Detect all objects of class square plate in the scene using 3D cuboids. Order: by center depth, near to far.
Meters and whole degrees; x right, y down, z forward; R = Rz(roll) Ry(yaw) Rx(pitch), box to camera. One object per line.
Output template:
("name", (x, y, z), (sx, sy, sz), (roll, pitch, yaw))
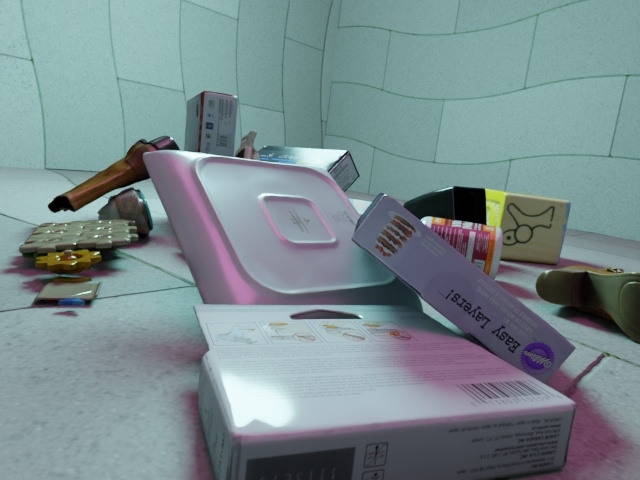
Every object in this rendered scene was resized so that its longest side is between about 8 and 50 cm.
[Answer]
("square plate", (-0.041, -0.017, 0.684), (0.343, 0.049, 0.347), (-1, 46, -40))

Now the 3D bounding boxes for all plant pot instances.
("plant pot", (0.325, -0.040, 1.258), (0.166, 0.188, 0.187), (-2, 2, 43))

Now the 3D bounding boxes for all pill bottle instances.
("pill bottle", (0.271, 0.014, 1.028), (0.221, 0.121, 0.121), (10, 10, 14))

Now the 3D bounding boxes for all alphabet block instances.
("alphabet block", (0.574, -0.045, 1.389), (0.197, 0.193, 0.193), (7, 8, -7))

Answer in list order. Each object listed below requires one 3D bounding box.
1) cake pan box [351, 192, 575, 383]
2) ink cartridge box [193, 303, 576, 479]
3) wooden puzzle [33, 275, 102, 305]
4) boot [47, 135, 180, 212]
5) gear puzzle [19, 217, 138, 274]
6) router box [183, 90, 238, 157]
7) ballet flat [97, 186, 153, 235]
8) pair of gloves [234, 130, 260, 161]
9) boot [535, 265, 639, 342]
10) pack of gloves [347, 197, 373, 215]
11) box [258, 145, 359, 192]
("cake pan box", (0.160, 0.045, 0.598), (0.266, 0.070, 0.246), (39, 11, 2))
("ink cartridge box", (0.030, 0.122, 0.426), (0.274, 0.060, 0.239), (4, 9, -22))
("wooden puzzle", (-0.328, 0.068, 0.622), (0.078, 0.014, 0.116), (0, 11, -12))
("boot", (-0.490, -0.134, 1.105), (0.264, 0.096, 0.280), (7, 40, 47))
("gear puzzle", (-0.403, 0.011, 0.805), (0.175, 0.044, 0.339), (-5, 13, -22))
("router box", (-0.300, -0.200, 1.237), (0.082, 0.336, 0.301), (2, 9, -23))
("ballet flat", (-0.449, -0.060, 1.084), (0.106, 0.108, 0.316), (-18, 13, -19))
("pair of gloves", (-0.196, -0.085, 0.898), (0.042, 0.204, 0.240), (28, -29, -29))
("boot", (0.545, 0.106, 0.810), (0.220, 0.109, 0.283), (4, 2, -38))
("pack of gloves", (0.075, -0.076, 1.310), (0.231, 0.046, 0.195), (13, 44, -9))
("box", (-0.114, -0.088, 1.013), (0.295, 0.073, 0.293), (16, 53, 45))
